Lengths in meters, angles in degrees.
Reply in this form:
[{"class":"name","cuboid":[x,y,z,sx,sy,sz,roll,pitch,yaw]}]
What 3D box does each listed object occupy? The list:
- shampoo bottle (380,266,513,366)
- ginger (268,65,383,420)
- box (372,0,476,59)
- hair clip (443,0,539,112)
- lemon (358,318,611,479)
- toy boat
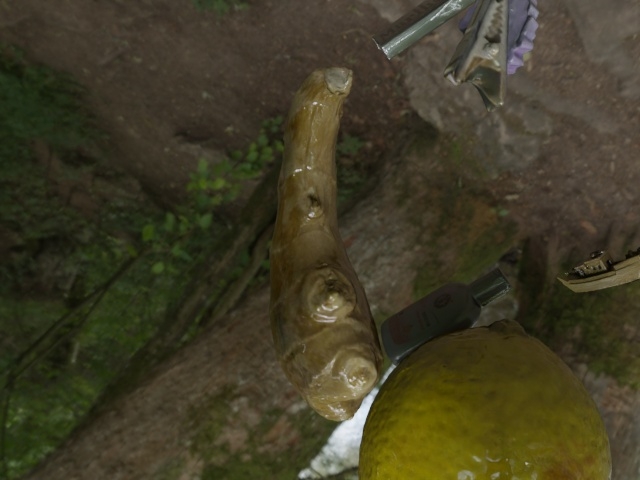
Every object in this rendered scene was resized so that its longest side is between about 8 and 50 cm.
[{"class":"shampoo bottle","cuboid":[0.149,0.087,0.765,0.165,0.080,0.040,-33,116,15]},{"class":"ginger","cuboid":[0.000,0.000,0.529,0.086,0.295,0.131,-1,175,-14]},{"class":"box","cuboid":[0.174,-0.369,1.067,0.036,0.177,0.115,54,-167,-22]},{"class":"hair clip","cuboid":[0.193,-0.270,0.709,0.084,0.292,0.106,22,160,-20]},{"class":"lemon","cuboid":[0.161,0.224,0.653,0.267,0.267,0.267,30,150,19]},{"class":"toy boat","cuboid":[0.553,0.055,1.263,0.072,0.064,0.206,60,151,0]}]
